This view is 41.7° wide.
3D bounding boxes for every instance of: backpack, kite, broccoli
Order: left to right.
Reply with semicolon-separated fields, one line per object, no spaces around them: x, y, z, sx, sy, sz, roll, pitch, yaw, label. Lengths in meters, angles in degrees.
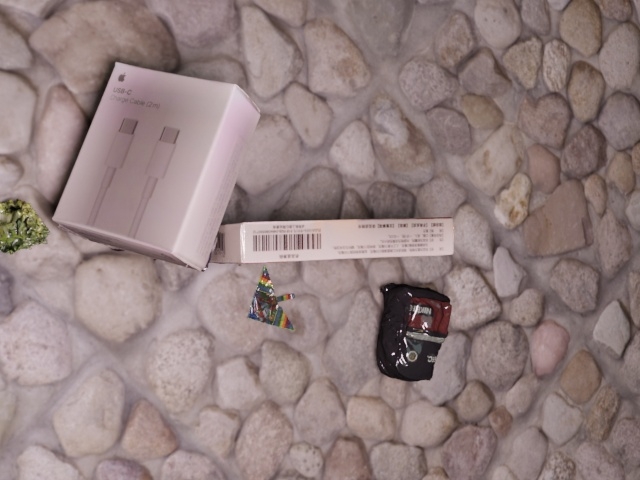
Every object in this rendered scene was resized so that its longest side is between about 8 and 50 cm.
-0.425;-0.022;1.133;0.095;0.092;0.097;-28;92;1;broccoli
-0.081;0.102;1.364;0.090;0.004;0.122;-24;102;-25;kite
0.160;0.158;1.435;0.120;0.106;0.165;7;84;-32;backpack

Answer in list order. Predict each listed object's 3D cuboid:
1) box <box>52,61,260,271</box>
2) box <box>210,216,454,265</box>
-0.224;-0.103;1.168;0.251;0.203;0.106;-70;156;-11;box
0.000;0.000;1.288;0.353;0.214;0.069;0;90;-28;box
